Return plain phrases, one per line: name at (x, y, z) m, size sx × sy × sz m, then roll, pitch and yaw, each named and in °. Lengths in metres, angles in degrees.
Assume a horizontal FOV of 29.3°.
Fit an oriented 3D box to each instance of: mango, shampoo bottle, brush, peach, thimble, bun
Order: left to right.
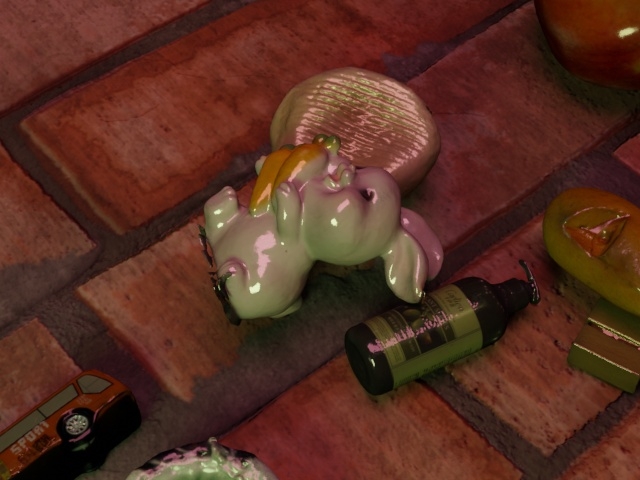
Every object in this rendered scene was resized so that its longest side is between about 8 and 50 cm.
thimble at (-0.130, 0.364, 1.451) m, size 0.237 × 0.150 × 0.237 m, roll 0°, pitch 52°, yaw 0°
bun at (0.041, -0.136, 1.846) m, size 0.259 × 0.160 × 0.259 m, roll 1°, pitch 67°, yaw -2°
shampoo bottle at (0.176, 0.114, 1.674) m, size 0.284 × 0.101 × 0.101 m, roll -22°, pitch 54°, yaw -16°
mango at (0.412, 0.019, 1.699) m, size 0.167 × 0.130 × 0.262 m, roll 11°, pitch 24°, yaw -42°
peach at (0.489, -0.394, 1.969) m, size 0.308 × 0.308 × 0.332 m, roll -39°, pitch 44°, yaw -26°
brush at (0.462, 0.171, 1.658) m, size 0.233 × 0.047 × 0.103 m, roll 27°, pitch 54°, yaw 20°

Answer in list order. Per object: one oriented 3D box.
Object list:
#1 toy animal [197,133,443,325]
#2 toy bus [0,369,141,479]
toy animal at (-0.002, -0.005, 1.670) m, size 0.310 × 0.247 × 0.183 m, roll -22°, pitch 16°, yaw 0°
toy bus at (-0.407, 0.313, 1.534) m, size 0.409 × 0.093 × 0.092 m, roll -36°, pitch 52°, yaw -25°
